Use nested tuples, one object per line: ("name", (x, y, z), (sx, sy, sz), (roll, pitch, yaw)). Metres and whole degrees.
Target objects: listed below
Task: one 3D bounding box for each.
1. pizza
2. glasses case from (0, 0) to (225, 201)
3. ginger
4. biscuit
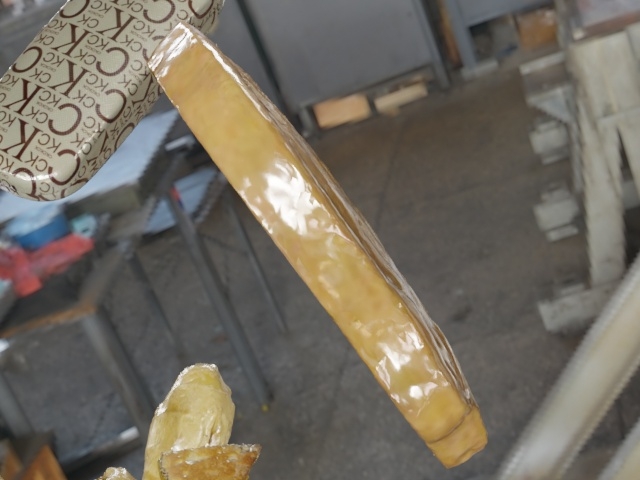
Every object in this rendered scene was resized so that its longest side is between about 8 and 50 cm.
("pizza", (-0.072, 0.175, 0.972), (0.078, 0.025, 0.083), (-22, 41, -32))
("glasses case", (-0.231, -0.189, 1.422), (0.137, 0.085, 0.354), (26, 62, 16))
("ginger", (-0.226, 0.343, 1.415), (0.363, 0.348, 0.122), (-17, 0, -28))
("biscuit", (0.002, -0.001, 0.971), (0.062, 0.365, 0.385), (-36, 4, -1))
